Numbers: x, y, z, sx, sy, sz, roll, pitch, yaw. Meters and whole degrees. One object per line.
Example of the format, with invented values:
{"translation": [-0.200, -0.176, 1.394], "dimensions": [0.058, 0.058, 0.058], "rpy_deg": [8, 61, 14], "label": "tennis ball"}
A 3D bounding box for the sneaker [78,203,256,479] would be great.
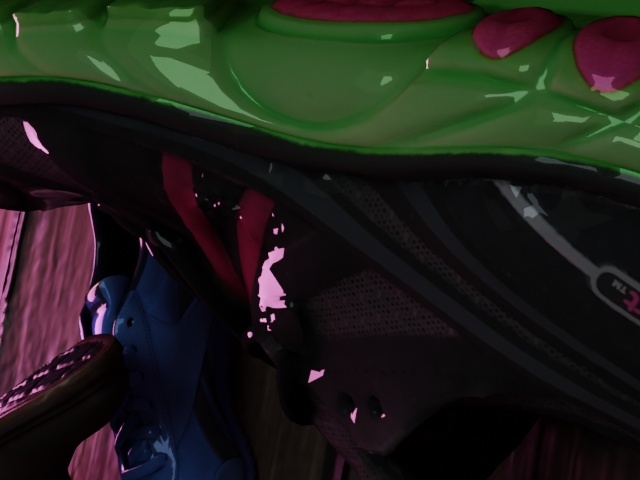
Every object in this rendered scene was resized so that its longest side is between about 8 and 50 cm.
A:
{"translation": [-0.080, 0.068, 0.907], "dimensions": [0.069, 0.082, 0.209], "rpy_deg": [-24, 59, 37], "label": "sneaker"}

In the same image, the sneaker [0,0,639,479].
{"translation": [0.000, 0.000, 0.740], "dimensions": [0.483, 0.185, 0.202], "rpy_deg": [14, 112, 46], "label": "sneaker"}

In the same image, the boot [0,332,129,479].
{"translation": [-0.126, 0.124, 0.908], "dimensions": [0.106, 0.082, 0.219], "rpy_deg": [50, 135, -2], "label": "boot"}
